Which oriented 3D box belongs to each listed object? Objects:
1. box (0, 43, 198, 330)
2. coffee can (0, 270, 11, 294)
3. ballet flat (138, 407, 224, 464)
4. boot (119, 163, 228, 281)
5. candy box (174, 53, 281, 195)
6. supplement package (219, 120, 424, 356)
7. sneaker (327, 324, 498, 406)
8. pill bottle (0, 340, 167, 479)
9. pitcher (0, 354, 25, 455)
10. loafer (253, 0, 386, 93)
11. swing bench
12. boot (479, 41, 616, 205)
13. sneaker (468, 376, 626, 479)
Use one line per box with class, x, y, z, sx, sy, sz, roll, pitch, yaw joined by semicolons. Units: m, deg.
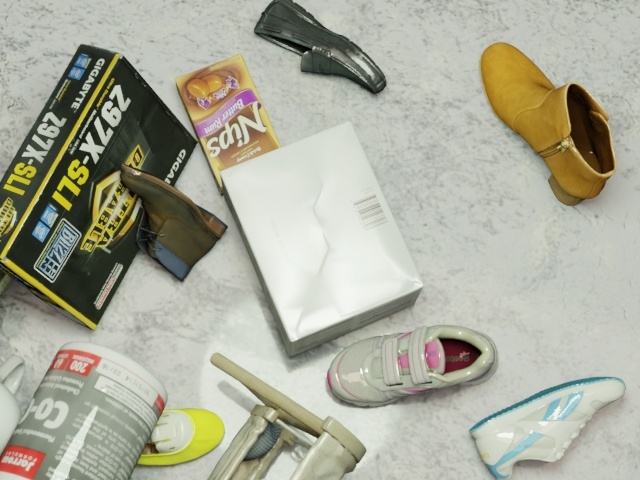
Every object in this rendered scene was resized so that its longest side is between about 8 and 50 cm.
box;-0.319;-0.070;1.785;0.079;0.257;0.322;19;73;29
coffee can;-0.539;0.042;1.779;0.201;0.201;0.275;30;76;5
ballet flat;-0.249;0.274;1.794;0.230;0.077;0.077;-5;74;-4
boot;-0.224;-0.022;1.816;0.082;0.219;0.106;28;84;42
candy box;-0.133;-0.173;1.927;0.109;0.053;0.187;-22;79;-8
supplement package;0.000;0.000;1.839;0.204;0.145;0.262;-22;78;-7
sneaker;0.133;0.167;1.819;0.252;0.111;0.103;-12;76;-5
pill bottle;-0.324;0.287;1.650;0.161;0.161;0.283;23;62;4
pitcher;-0.450;0.226;1.733;0.125;0.207;0.178;16;74;1
loafer;0.000;-0.282;1.952;0.223;0.076;0.078;36;82;12
swing bench;-0.092;0.326;1.684;0.254;0.165;0.253;24;73;43
boot;0.336;-0.197;1.869;0.104;0.211;0.295;-25;78;-9
sneaker;0.329;0.259;1.823;0.228;0.087;0.092;-24;85;-1
